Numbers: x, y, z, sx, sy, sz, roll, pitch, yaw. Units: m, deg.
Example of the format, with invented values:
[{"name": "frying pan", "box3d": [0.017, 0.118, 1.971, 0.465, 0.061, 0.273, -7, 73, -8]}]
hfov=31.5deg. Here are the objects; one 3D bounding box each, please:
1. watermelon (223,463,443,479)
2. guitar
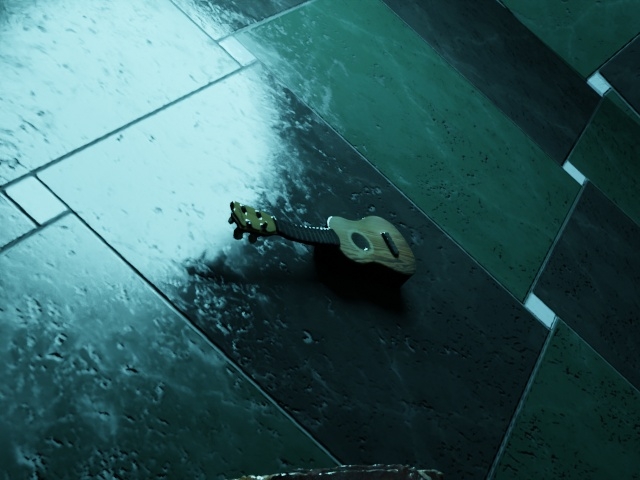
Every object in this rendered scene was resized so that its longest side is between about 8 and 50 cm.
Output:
[{"name": "watermelon", "box3d": [0.012, 0.243, 0.823, 0.231, 0.128, 0.146, 2, 73, -25]}, {"name": "guitar", "box3d": [-0.002, 0.001, 1.169, 0.271, 0.038, 0.084, 10, 41, -47]}]
